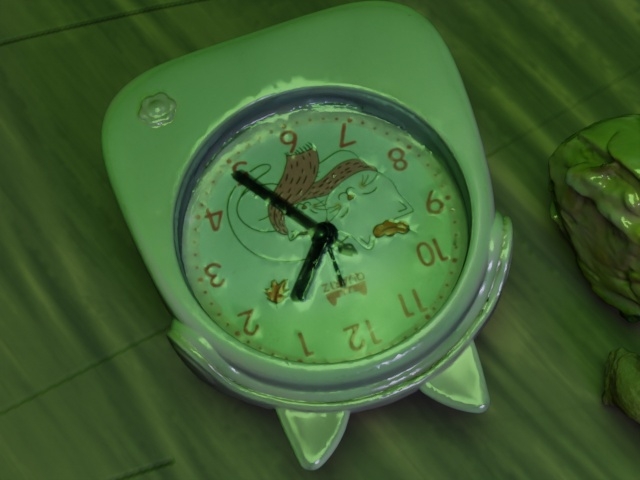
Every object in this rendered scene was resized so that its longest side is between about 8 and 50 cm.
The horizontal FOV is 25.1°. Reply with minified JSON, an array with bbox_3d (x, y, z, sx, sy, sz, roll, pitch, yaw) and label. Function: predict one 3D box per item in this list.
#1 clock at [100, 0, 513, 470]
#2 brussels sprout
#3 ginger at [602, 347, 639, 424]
[{"bbox_3d":[0.000,0.000,1.038,0.265,0.109,0.324,-17,68,-5],"label":"clock"},{"bbox_3d":[0.243,-0.028,1.017,0.122,0.149,0.152,-35,108,-26],"label":"brussels sprout"},{"bbox_3d":[0.280,0.190,0.966,0.089,0.075,0.288,-36,74,-5],"label":"ginger"}]
